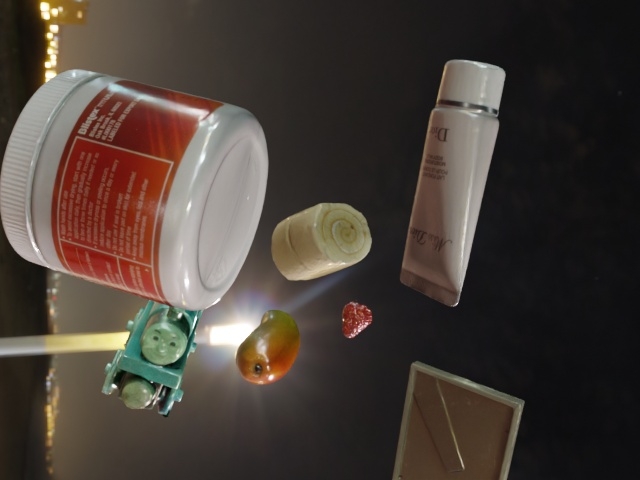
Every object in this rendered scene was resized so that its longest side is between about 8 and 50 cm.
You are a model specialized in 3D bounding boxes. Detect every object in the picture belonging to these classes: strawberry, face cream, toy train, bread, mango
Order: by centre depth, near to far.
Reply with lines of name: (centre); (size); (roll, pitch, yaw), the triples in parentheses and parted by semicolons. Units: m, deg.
face cream: (-0.169, -0.049, 0.756); (0.201, 0.187, 0.200); (15, 90, -78)
face cream: (0.176, -0.079, 1.043); (0.143, 0.089, 0.314); (23, -74, 61)
toy train: (-0.238, 0.135, 1.210); (0.298, 0.120, 0.194); (-95, -151, -72)
bread: (0.000, 0.000, 1.507); (0.141, 0.148, 0.133); (-23, -90, 44)
strawberry: (0.080, 0.180, 1.756); (0.073, 0.073, 0.083); (151, -45, -69)
mango: (-0.127, 0.275, 2.020); (0.289, 0.146, 0.129); (-52, 133, -57)

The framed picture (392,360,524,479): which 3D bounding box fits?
framed picture: (0.169, 0.269, 0.999); (0.150, 0.015, 0.203); (17, -70, 30)
